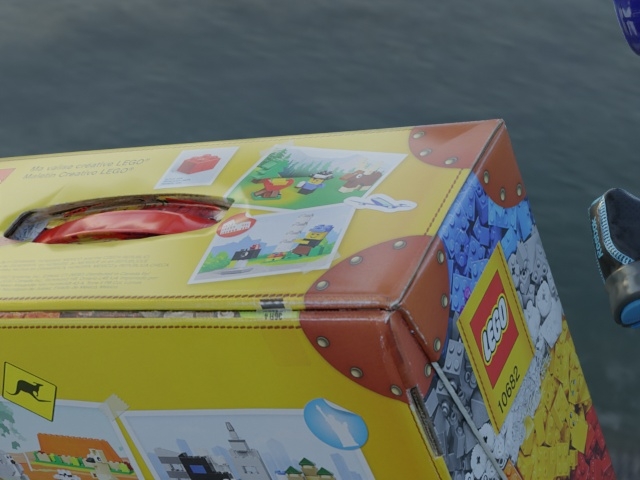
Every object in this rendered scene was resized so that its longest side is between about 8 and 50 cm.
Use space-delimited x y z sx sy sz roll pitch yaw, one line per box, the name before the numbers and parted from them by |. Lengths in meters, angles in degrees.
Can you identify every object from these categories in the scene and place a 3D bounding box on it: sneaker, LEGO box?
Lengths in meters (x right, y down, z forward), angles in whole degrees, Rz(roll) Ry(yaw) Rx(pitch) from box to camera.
sneaker | 0.429 -0.002 1.557 0.340 0.125 0.140 -3 65 -35
LEGO box | -0.077 0.131 1.064 0.500 0.372 0.193 -2 36 30

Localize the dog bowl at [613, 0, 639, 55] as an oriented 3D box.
dog bowl | 0.424 -0.357 1.783 0.104 0.265 0.265 -5 26 25
